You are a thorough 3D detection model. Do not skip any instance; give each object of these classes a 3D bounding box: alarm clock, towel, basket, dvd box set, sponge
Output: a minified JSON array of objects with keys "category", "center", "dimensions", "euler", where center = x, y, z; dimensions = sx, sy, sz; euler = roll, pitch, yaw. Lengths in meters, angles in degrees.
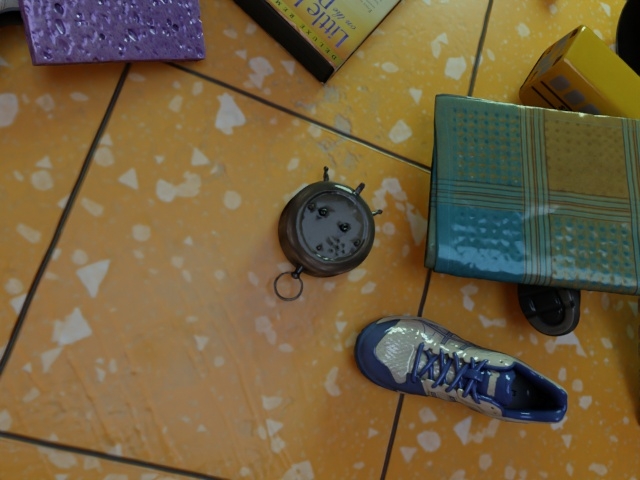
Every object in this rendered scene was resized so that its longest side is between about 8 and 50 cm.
[{"category":"alarm clock","center":[0.000,0.000,0.664],"dimensions":[0.129,0.064,0.192],"euler":[36,76,-9]},{"category":"towel","center":[0.336,-0.064,0.694],"dimensions":[0.369,0.040,0.272],"euler":[7,76,1]},{"category":"basket","center":[0.695,-0.373,0.897],"dimensions":[0.226,0.154,0.205],"euler":[-8,85,-22]},{"category":"dvd box set","center":[0.026,-0.486,0.746],"dimensions":[0.307,0.062,0.421],"euler":[40,72,-8]},{"category":"sponge","center":[-0.250,-0.281,0.600],"dimensions":[0.209,0.031,0.117],"euler":[-16,106,-34]}]

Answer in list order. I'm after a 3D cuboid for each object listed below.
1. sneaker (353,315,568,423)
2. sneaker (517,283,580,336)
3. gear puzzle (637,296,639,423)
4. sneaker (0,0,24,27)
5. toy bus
[{"category":"sneaker","center":[0.195,0.173,0.660],"dimensions":[0.296,0.131,0.112],"euler":[16,79,-13]},{"category":"sneaker","center":[0.334,0.015,0.762],"dimensions":[0.106,0.101,0.268],"euler":[4,71,-48]},{"category":"gear puzzle","center":[0.586,0.135,0.779],"dimensions":[0.175,0.044,0.340],"euler":[-16,105,-19]},{"category":"sneaker","center":[-0.365,-0.326,0.592],"dimensions":[0.122,0.110,0.283],"euler":[43,73,-26]},{"category":"toy bus","center":[0.489,-0.188,0.808],"dimensions":[0.332,0.130,0.108],"euler":[38,73,-8]}]
